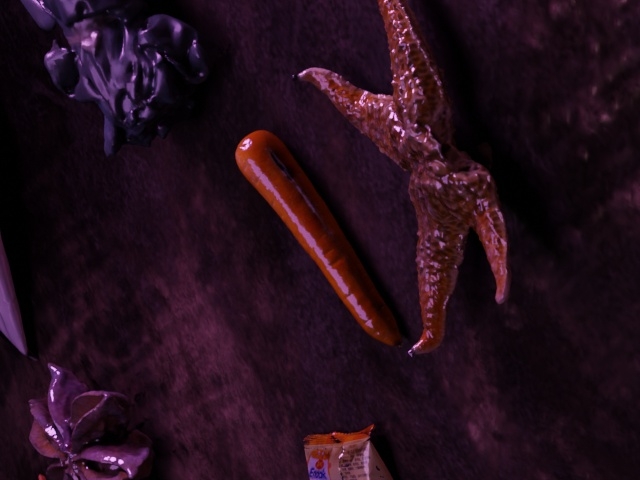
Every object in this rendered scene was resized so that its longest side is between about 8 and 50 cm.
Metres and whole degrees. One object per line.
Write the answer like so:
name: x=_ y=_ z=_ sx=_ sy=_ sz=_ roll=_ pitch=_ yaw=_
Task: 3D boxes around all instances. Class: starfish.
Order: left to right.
starfish: x=0.057 y=-0.059 z=1.127 sx=0.138 sy=0.050 sz=0.247 roll=-33 pitch=76 yaw=59

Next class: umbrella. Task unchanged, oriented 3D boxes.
umbrella: x=-0.199 y=-0.234 z=1.341 sx=0.143 sy=0.094 sz=0.349 roll=-36 pitch=86 yaw=40

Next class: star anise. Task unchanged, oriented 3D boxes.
star anise: x=-0.213 y=0.219 z=1.697 sx=0.212 sy=0.073 sz=0.197 roll=14 pitch=119 yaw=56

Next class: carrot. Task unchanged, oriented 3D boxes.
carrot: x=0.000 y=0.000 z=1.259 sx=0.190 sy=0.037 sz=0.037 roll=55 pitch=148 yaw=14

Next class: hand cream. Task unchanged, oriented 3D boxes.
hand cream: x=-0.340 y=-0.025 z=1.741 sx=0.121 sy=0.076 sz=0.336 roll=44 pitch=150 yaw=40

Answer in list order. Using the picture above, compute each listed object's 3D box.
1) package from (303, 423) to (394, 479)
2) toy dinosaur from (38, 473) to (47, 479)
package: x=0.030 y=0.203 z=1.360 sx=0.108 sy=0.031 sz=0.120 roll=-17 pitch=91 yaw=58
toy dinosaur: x=-0.262 y=0.373 z=1.893 sx=0.101 sy=0.055 sz=0.279 roll=-118 pitch=19 yaw=-54
